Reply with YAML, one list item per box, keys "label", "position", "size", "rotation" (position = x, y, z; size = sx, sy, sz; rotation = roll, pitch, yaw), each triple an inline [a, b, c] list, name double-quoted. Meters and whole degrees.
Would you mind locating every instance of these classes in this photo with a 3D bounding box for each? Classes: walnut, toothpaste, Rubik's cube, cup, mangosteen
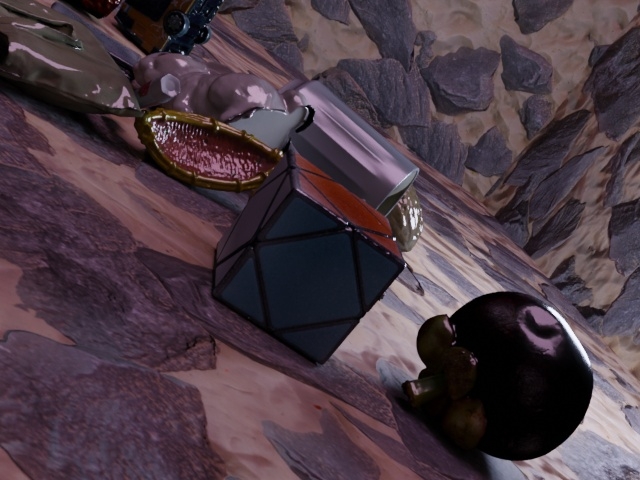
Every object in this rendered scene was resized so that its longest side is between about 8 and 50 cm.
- label: "walnut"
  position: [0.154, -0.071, 2.314]
  size: [0.178, 0.178, 0.230]
  rotation: [13, 46, -61]
- label: "toothpaste"
  position: [-0.303, -0.242, 1.698]
  size: [0.067, 0.194, 0.043]
  rotation: [-23, 98, -39]
- label: "Rubik's cube"
  position: [-0.023, 0.022, 1.485]
  size: [0.205, 0.205, 0.207]
  rotation: [34, 16, -17]
- label: "cup"
  position: [0.002, -0.161, 2.095]
  size: [0.327, 0.237, 0.323]
  rotation: [42, 20, 7]
- label: "mangosteen"
  position: [0.270, 0.220, 1.591]
  size: [0.302, 0.275, 0.275]
  rotation: [-8, 34, -20]

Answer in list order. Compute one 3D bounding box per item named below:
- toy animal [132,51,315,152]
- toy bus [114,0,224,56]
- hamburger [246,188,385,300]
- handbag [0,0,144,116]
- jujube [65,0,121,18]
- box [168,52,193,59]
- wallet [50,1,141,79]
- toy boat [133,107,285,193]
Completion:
- label: "toy animal"
  position: [-0.212, -0.278, 1.999]
  size: [0.257, 0.194, 0.357]
  rotation: [-21, 46, -31]
- label: "toy bus"
  position: [-0.339, -0.605, 2.439]
  size: [0.194, 0.323, 0.162]
  rotation: [40, 14, 14]
- label: "hamburger"
  position: [-0.001, -0.001, 1.753]
  size: [0.259, 0.145, 0.283]
  rotation: [35, 9, -32]
- label: "handbag"
  position: [-0.453, -0.311, 1.652]
  size: [0.253, 0.109, 0.316]
  rotation: [19, 24, -43]
- label: "jujube"
  position: [-0.553, -0.617, 2.288]
  size: [0.236, 0.168, 0.168]
  rotation: [51, 7, -25]
- label: "box"
  position: [-0.244, -0.308, 2.240]
  size: [0.269, 0.079, 0.135]
  rotation: [40, 14, 5]
- label: "wallet"
  position: [-0.475, -0.421, 2.096]
  size: [0.222, 0.036, 0.167]
  rotation: [34, 14, -19]
- label: "toy boat"
  position: [-0.197, -0.158, 1.771]
  size: [0.317, 0.099, 0.141]
  rotation: [14, 69, -34]
